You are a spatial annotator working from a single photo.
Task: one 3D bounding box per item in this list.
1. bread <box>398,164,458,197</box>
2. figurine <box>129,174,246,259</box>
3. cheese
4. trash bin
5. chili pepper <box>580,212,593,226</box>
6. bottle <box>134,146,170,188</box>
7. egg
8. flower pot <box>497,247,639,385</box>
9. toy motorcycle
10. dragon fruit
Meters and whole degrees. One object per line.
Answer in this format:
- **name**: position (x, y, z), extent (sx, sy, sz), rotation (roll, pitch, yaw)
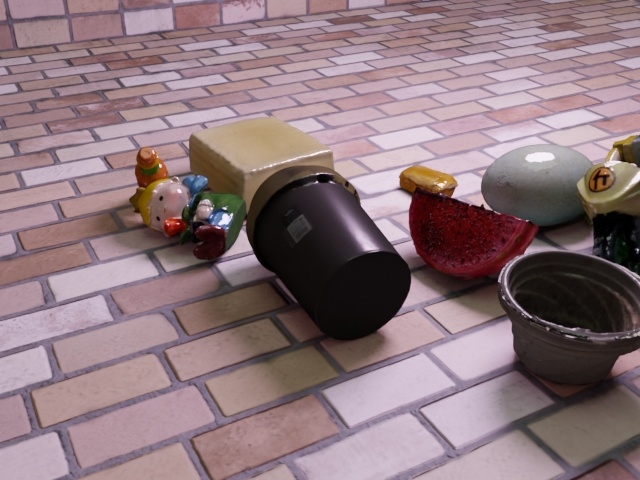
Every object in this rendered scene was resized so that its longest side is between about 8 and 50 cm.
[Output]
- **bread**: position (0.240, -0.130, 1.618), extent (0.074, 0.054, 0.132), rotation (-21, 35, -33)
- **figurine**: position (-0.276, -0.046, 1.412), extent (0.234, 0.127, 0.185), rotation (15, 39, 4)
- **cheese**: position (-0.136, -0.177, 1.624), extent (0.242, 0.124, 0.265), rotation (-14, 32, -31)
- **trash bin**: position (0.000, 0.000, 1.239), extent (0.214, 0.214, 0.334), rotation (-15, 38, -24)
- **chili pepper**: position (0.557, -0.094, 1.567), extent (0.050, 0.052, 0.202), rotation (-31, 28, 16)
- **bottle**: position (-0.351, -0.139, 1.498), extent (0.069, 0.187, 0.069), rotation (2, 72, -5)
- **egg**: position (0.448, -0.112, 1.476), extent (0.236, 0.169, 0.169), rotation (-6, 30, 3)
- **flower pot**: position (0.377, 0.126, 1.093), extent (0.235, 0.141, 0.235), rotation (-1, 32, 0)
- **toy motorcycle**: position (0.593, -0.068, 1.354), extent (0.168, 0.237, 0.410), rotation (-3, 20, 42)
- **dragon fruit**: position (0.270, -0.008, 1.330), extent (0.261, 0.163, 0.189), rotation (26, 67, 42)
